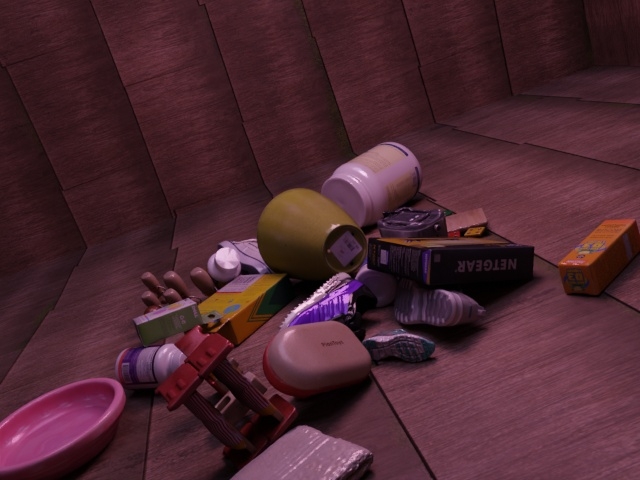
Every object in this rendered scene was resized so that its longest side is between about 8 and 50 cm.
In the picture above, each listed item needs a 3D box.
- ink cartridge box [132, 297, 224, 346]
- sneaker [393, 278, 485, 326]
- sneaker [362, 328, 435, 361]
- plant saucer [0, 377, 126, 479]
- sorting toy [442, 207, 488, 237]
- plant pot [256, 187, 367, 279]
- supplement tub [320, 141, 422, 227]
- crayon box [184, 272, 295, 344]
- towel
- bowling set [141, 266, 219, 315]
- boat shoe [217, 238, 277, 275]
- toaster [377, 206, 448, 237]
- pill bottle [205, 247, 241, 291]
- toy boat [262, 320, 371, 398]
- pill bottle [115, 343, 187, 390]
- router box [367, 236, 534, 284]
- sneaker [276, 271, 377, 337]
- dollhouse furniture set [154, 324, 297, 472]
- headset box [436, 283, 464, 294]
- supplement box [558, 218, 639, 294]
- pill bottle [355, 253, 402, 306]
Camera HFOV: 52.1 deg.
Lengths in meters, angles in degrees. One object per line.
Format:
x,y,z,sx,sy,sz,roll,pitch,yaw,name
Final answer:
-0.361,0.195,1.658,0.209,0.062,0.109,-20,8,-19,ink cartridge box
0.256,0.151,1.471,0.115,0.105,0.281,12,2,-21,sneaker
0.171,0.211,1.381,0.167,0.065,0.076,-3,19,37,sneaker
-0.584,0.430,1.454,0.332,0.084,0.332,-17,18,6,plant saucer
0.418,-0.037,1.907,0.132,0.046,0.274,-15,17,11,sorting toy
0.000,0.000,1.838,0.275,0.274,0.293,-26,18,-21,plant pot
0.180,-0.190,2.305,0.235,0.235,0.325,0,25,46,supplement tub
-0.243,0.198,1.813,0.202,0.081,0.318,-4,22,38,crayon box
-0.064,0.406,1.050,0.282,0.049,0.187,-31,22,-36,towel
-0.451,0.202,1.977,0.287,0.154,0.200,-4,41,36,bowling set
-0.200,0.055,2.120,0.156,0.135,0.367,-27,22,-24,boat shoe
0.254,-0.004,1.807,0.129,0.146,0.227,-29,20,-31,toaster
-0.301,0.097,2.010,0.103,0.103,0.184,-30,-17,-31,pill bottle
-0.019,0.259,1.319,0.231,0.151,0.151,1,39,-46,toy boat
-0.391,0.306,1.588,0.194,0.108,0.108,-9,20,27,pill bottle
0.302,0.041,1.541,0.309,0.081,0.243,-1,7,-30,router box
0.023,0.195,1.515,0.146,0.102,0.293,27,55,32,sneaker
-0.217,0.287,1.292,0.152,0.201,0.374,-46,19,-16,dollhouse furniture set
0.293,0.118,1.533,0.032,0.062,0.083,-28,20,-31,headset box
0.615,0.034,1.435,0.233,0.080,0.078,-34,21,-35,supplement box
0.158,0.083,1.697,0.112,0.112,0.186,-12,19,20,pill bottle
